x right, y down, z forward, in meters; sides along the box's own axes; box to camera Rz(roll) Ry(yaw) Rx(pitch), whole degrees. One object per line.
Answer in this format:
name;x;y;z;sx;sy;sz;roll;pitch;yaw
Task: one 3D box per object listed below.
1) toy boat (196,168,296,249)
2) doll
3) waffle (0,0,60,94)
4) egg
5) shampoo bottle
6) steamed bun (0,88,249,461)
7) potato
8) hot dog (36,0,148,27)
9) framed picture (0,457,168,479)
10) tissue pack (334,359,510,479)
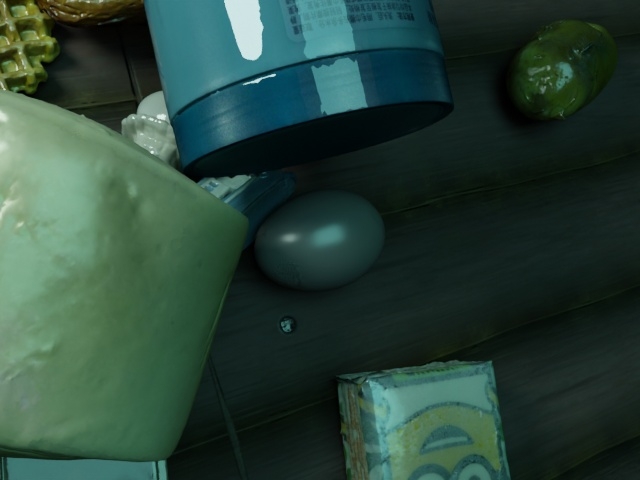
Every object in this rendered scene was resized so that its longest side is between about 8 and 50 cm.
toy boat;-0.135;-0.044;0.953;0.102;0.088;0.215;32;64;24
doll;-0.184;-0.204;0.946;0.138;0.119;0.293;26;64;-6
waffle;-0.487;-0.268;0.860;0.253;0.056;0.249;37;67;-10
egg;0.000;0.000;0.952;0.198;0.146;0.146;-10;83;-21
shampoo bottle;-0.039;-0.280;0.788;0.331;0.331;0.343;-13;91;-25
steamed bun;-0.325;0.035;0.705;0.456;0.290;0.371;20;76;-12
potato;0.443;-0.316;1.210;0.248;0.143;0.169;-34;103;-26
hot dog;-0.279;-0.359;0.923;0.227;0.099;0.160;-20;70;-44
framed picture;-0.312;0.202;0.849;0.211;0.020;0.289;-3;80;-22
tissue pack;0.154;0.337;0.955;0.228;0.128;0.311;-2;81;-23
